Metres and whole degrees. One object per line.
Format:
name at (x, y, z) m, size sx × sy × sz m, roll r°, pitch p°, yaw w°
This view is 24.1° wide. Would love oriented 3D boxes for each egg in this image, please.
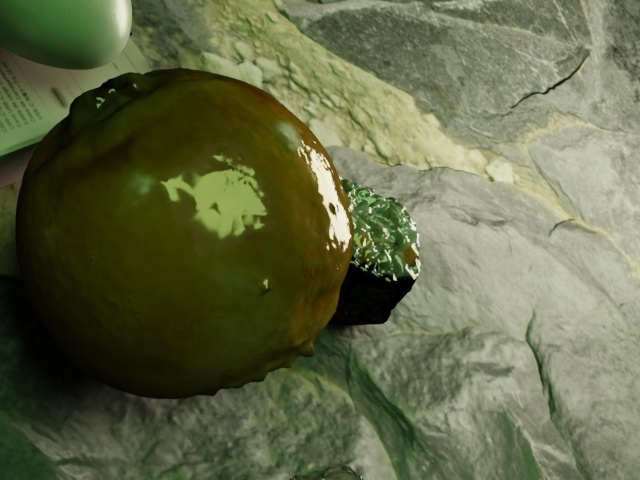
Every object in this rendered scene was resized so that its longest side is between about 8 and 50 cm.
egg at (-0.272, -0.254, 1.459) m, size 0.209 × 0.151 × 0.151 m, roll 46°, pitch 45°, yaw -8°

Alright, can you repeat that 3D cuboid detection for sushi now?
sushi at (0.000, 0.000, 1.653) m, size 0.225 × 0.126 × 0.136 m, roll 33°, pitch 47°, yaw -12°

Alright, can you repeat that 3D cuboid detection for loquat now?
loquat at (-0.131, -0.007, 1.428) m, size 0.328 × 0.328 × 0.328 m, roll 19°, pitch 52°, yaw -26°

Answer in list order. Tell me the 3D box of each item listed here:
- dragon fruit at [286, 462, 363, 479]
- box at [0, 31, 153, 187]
dragon fruit at (-0.031, 0.361, 1.347) m, size 0.221 × 0.204 × 0.282 m, roll -18°, pitch 88°, yaw -14°
box at (-0.314, -0.178, 1.552) m, size 0.252 × 0.106 × 0.203 m, roll -28°, pitch 80°, yaw -45°
